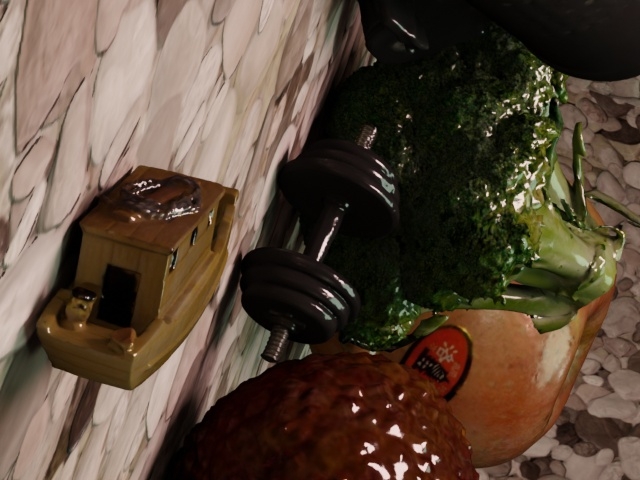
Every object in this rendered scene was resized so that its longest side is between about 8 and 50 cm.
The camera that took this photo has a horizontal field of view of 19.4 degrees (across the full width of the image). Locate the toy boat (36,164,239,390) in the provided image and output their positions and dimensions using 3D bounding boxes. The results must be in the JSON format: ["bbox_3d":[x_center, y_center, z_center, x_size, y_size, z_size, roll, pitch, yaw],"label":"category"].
[{"bbox_3d":[-0.079,0.007,0.884,0.200,0.057,0.077,-56,159,-69],"label":"toy boat"}]

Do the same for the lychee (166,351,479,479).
[{"bbox_3d":[0.003,0.213,1.380,0.260,0.260,0.260,20,90,-85],"label":"lychee"}]

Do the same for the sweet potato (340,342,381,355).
[{"bbox_3d":[0.047,-0.040,1.746,0.114,0.092,0.341,-15,-122,59],"label":"sweet potato"}]

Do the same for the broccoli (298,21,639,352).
[{"bbox_3d":[0.130,-0.045,1.569,0.304,0.283,0.321,-13,-130,61],"label":"broccoli"}]

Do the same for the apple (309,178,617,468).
[{"bbox_3d":[0.136,0.060,1.961,0.338,0.305,0.338,-60,167,-22],"label":"apple"}]

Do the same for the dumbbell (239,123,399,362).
[{"bbox_3d":[0.000,0.000,1.406,0.099,0.099,0.208,98,14,-65],"label":"dumbbell"}]

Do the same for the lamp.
[{"bbox_3d":[0.186,-0.250,1.362,0.272,0.374,0.205,53,23,-64],"label":"lamp"}]
